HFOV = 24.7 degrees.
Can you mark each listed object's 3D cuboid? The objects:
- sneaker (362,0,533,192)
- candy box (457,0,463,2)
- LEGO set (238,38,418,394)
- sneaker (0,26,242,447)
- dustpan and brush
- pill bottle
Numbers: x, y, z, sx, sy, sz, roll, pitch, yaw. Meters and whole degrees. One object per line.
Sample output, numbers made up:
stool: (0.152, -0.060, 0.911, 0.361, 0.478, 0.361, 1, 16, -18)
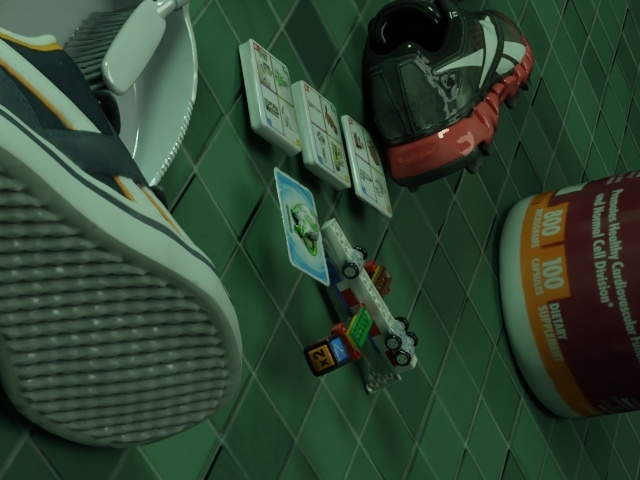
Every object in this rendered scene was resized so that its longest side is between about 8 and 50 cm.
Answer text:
sneaker: (0.105, -0.154, 1.218, 0.135, 0.098, 0.276, 63, 30, -17)
candy box: (0.219, -0.332, 1.269, 0.183, 0.316, 0.087, 41, 43, -46)
LEGO set: (0.000, 0.000, 1.043, 0.182, 0.060, 0.244, 33, 39, -51)
sneaker: (-0.135, -0.011, 0.708, 0.321, 0.126, 0.127, 58, 8, -55)
dustpan and brush: (-0.107, -0.131, 0.878, 0.147, 0.060, 0.211, 59, 34, -28)
pill bottle: (0.380, 0.027, 1.319, 0.224, 0.392, 0.224, 33, 50, -51)
